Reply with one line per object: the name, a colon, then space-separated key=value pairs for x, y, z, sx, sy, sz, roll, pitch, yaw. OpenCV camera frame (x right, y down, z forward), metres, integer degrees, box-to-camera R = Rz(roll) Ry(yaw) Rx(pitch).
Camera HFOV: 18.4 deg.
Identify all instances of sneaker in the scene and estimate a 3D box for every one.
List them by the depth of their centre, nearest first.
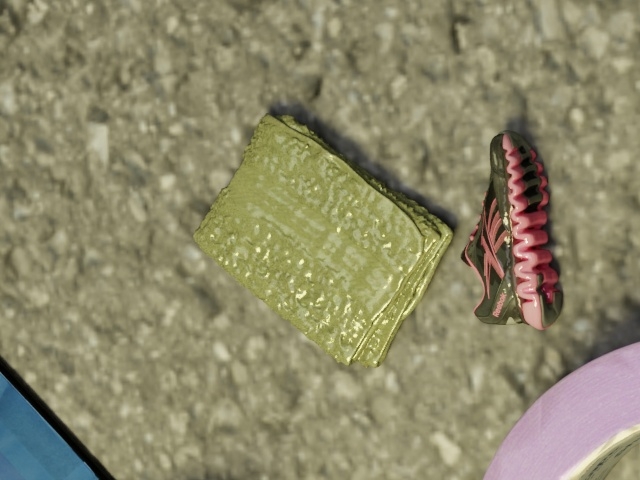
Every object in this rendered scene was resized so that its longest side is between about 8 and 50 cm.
sneaker: x=0.106 y=-0.004 z=1.169 sx=0.057 sy=0.047 sz=0.119 roll=-9 pitch=84 yaw=32

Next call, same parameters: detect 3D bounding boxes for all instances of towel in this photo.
towel: x=0.000 y=0.000 z=1.216 sx=0.148 sy=0.027 sz=0.110 roll=35 pitch=102 yaw=17

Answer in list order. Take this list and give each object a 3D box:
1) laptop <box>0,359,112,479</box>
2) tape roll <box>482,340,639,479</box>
laptop: x=-0.221 y=0.189 z=1.181 sx=0.234 sy=0.264 sz=0.136 roll=-40 pitch=109 yaw=-19
tape roll: x=0.222 y=0.186 z=1.092 sx=0.275 sy=0.090 sz=0.274 roll=0 pitch=89 yaw=21
